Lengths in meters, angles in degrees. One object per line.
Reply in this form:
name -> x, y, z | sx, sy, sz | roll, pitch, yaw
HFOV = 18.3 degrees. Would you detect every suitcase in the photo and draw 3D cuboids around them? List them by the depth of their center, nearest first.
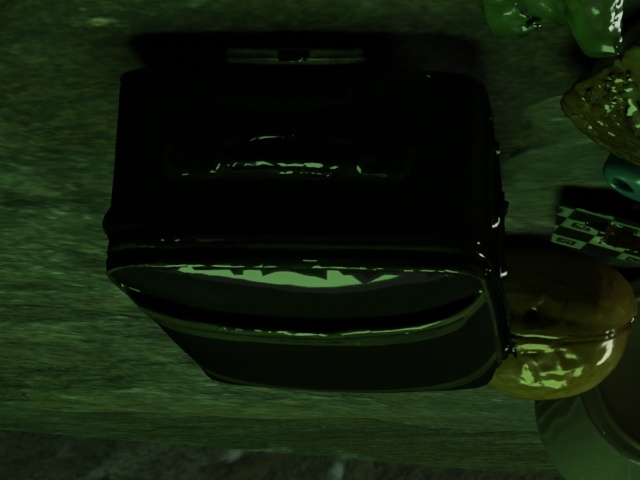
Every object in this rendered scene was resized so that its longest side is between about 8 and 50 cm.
suitcase -> 0.000, 0.000, 1.448 | 0.283, 0.194, 0.434 | 1, 165, 7

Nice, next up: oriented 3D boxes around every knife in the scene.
knife -> 0.323, -0.003, 1.485 | 0.244, 0.032, 0.058 | 30, 162, 5

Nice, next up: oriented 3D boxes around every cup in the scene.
cup -> 0.321, 0.132, 2.010 | 0.208, 0.288, 0.273 | -32, 168, -8

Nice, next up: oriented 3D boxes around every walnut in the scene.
walnut -> 0.199, 0.076, 1.832 | 0.180, 0.144, 0.144 | 11, 168, 10

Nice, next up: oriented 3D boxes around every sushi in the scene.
sushi -> 0.299, -0.005, 1.676 | 0.201, 0.031, 0.139 | 14, 167, 6

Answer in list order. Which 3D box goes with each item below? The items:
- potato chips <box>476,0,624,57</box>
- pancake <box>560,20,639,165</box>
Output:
potato chips -> 0.070, -0.183, 0.853 | 0.373, 0.097, 0.389 | -9, 163, 39
pancake -> 0.350, -0.068, 1.281 | 0.387, 0.082, 0.387 | 12, 164, 3
